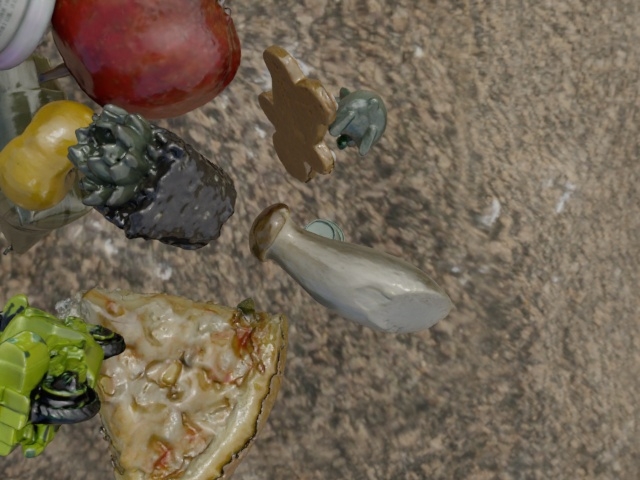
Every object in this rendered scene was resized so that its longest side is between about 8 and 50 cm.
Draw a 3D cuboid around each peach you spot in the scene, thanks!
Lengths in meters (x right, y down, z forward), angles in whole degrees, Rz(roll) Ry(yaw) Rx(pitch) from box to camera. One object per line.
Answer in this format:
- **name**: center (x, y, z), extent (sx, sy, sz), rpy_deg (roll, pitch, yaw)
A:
- **peach**: center (-0.392, -0.125, 1.049), extent (0.103, 0.179, 0.179), rpy_deg (39, 94, -15)

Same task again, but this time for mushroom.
- **mushroom**: center (0.043, 0.054, 1.169), extent (0.350, 0.128, 0.128), rpy_deg (28, 98, 4)

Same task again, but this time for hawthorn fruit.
- **hawthorn fruit**: center (-0.297, -0.316, 1.130), extent (0.330, 0.287, 0.287), rpy_deg (-22, 109, 5)

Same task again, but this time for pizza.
- **pizza**: center (-0.211, 0.245, 1.272), extent (0.392, 0.080, 0.435), rpy_deg (-19, 88, -31)

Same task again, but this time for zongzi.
- **zongzi**: center (-0.604, -0.207, 1.433), extent (0.181, 0.418, 0.447), rpy_deg (-9, 81, -34)

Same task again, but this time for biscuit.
- **biscuit**: center (-0.040, -0.226, 1.385), extent (0.047, 0.339, 0.216), rpy_deg (-34, 67, -18)

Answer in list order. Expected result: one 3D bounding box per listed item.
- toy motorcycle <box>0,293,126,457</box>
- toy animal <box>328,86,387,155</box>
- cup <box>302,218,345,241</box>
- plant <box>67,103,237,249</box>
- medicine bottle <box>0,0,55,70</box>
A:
- **toy motorcycle**: center (-0.382, 0.162, 0.969), extent (0.206, 0.342, 0.142), rpy_deg (2, 99, -9)
- **toy animal**: center (0.078, -0.273, 1.554), extent (0.127, 0.251, 0.125), rpy_deg (-22, 113, 8)
- **cup**: center (0.000, 0.000, 1.779), extent (0.120, 0.141, 0.120), rpy_deg (0, 84, 4)
- **plant**: center (-0.202, -0.068, 0.852), extent (0.194, 0.129, 0.132), rpy_deg (29, 88, -44)
- **medicine bottle**: center (-0.539, -0.370, 0.952), extent (0.316, 0.202, 0.202), rpy_deg (13, 105, -53)
